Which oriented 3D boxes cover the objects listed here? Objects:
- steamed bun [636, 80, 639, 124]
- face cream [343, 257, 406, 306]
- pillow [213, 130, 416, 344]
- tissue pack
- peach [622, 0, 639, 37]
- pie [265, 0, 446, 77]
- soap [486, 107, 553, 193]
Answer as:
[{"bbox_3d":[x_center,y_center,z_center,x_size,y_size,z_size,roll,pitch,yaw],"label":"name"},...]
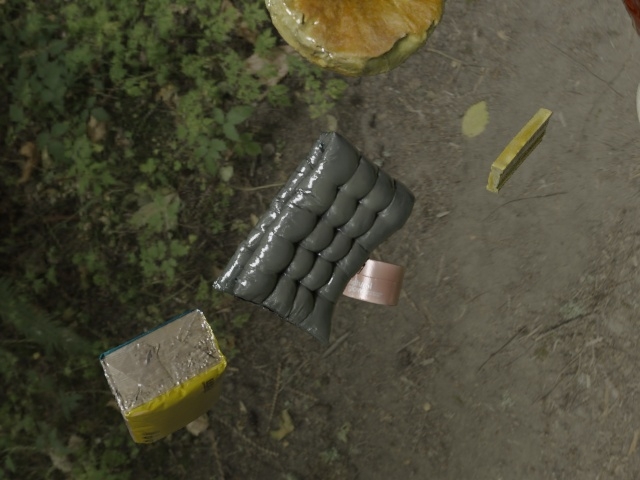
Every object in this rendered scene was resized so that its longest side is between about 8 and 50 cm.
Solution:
[{"bbox_3d":[0.729,-0.256,1.422,0.130,0.177,0.228,-12,80,-3],"label":"steamed bun"},{"bbox_3d":[0.136,0.101,1.813,0.149,0.149,0.104,13,90,25],"label":"face cream"},{"bbox_3d":[0.000,0.000,1.213,0.326,0.228,0.101,-56,39,2],"label":"pillow"},{"bbox_3d":[-0.170,0.158,0.793,0.082,0.120,0.169,57,158,17],"label":"tissue pack"},{"bbox_3d":[0.326,-0.111,0.295,0.416,0.353,0.339,42,82,6],"label":"peach"},{"bbox_3d":[0.062,-0.440,1.228,0.339,0.083,0.340,2,84,-16],"label":"pie"},{"bbox_3d":[0.494,-0.224,1.763,0.037,0.252,0.092,32,150,22],"label":"soap"}]
